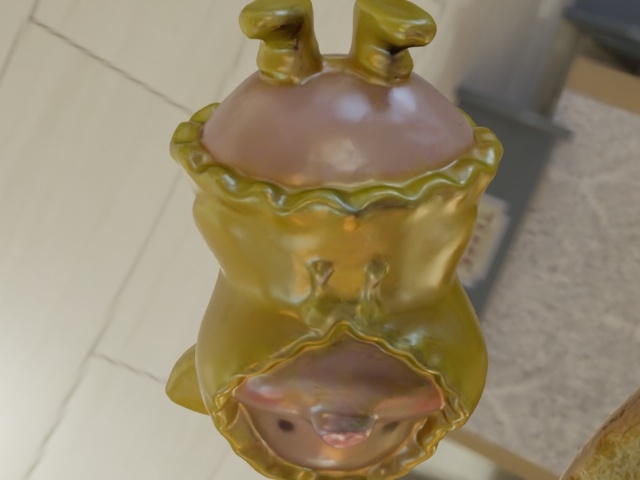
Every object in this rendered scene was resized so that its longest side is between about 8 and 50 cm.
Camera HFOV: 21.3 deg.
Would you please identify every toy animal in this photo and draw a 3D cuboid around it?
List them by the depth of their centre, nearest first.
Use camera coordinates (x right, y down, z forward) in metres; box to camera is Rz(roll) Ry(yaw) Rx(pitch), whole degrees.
[{"bbox_3d":[0.005,0.001,0.750,0.156,0.156,0.230,-24,131,-37],"label":"toy animal"}]

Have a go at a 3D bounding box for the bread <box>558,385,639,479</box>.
[{"bbox_3d":[0.252,0.167,1.096,0.160,0.140,0.169,22,121,-41],"label":"bread"}]
